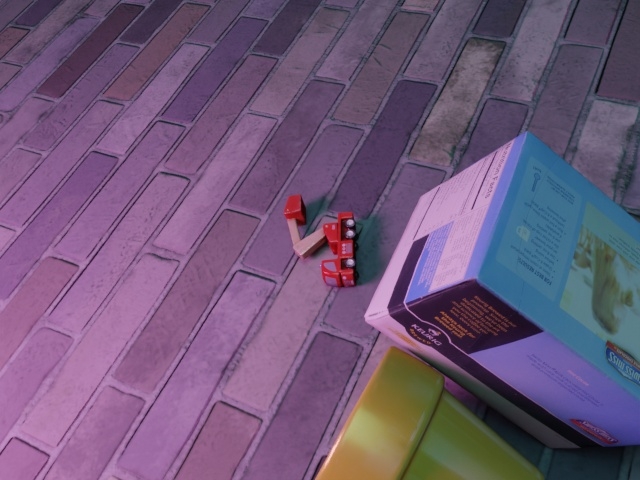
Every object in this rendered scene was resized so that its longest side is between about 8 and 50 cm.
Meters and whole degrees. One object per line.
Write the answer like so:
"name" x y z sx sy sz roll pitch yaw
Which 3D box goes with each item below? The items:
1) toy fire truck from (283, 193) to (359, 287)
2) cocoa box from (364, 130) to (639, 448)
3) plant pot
"toy fire truck" 0.000 0.000 1.159 0.135 0.047 0.192 -5 54 10
"cocoa box" 0.283 0.081 0.818 0.347 0.228 0.232 35 60 -13
"plant pot" 0.133 0.298 0.797 0.238 0.254 0.254 28 63 12
